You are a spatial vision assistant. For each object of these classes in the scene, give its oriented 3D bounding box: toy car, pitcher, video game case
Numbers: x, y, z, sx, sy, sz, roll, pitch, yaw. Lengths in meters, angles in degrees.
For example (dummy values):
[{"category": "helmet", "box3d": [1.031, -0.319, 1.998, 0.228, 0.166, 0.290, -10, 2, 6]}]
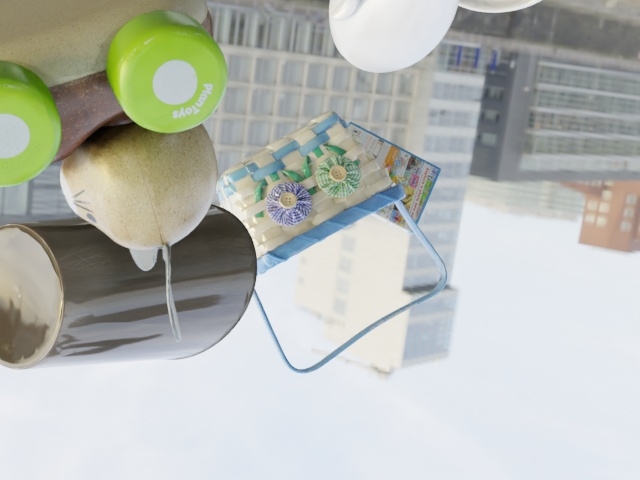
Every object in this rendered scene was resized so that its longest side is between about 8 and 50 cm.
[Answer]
[{"category": "toy car", "box3d": [-0.115, -0.039, 0.498, 0.148, 0.188, 0.155, -20, -143, -12]}, {"category": "pitcher", "box3d": [0.067, -0.254, 0.926, 0.177, 0.126, 0.207, -19, 163, -30]}, {"category": "video game case", "box3d": [0.094, -0.098, 1.467, 0.166, 0.119, 0.015, 27, 165, -7]}]

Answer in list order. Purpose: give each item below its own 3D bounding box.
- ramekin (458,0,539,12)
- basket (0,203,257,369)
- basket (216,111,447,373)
[{"category": "ramekin", "box3d": [0.243, -0.426, 1.282, 0.207, 0.109, 0.207, 6, 149, 4]}, {"category": "basket", "box3d": [-0.204, 0.046, 0.898, 0.204, 0.154, 0.227, -32, 164, 28]}, {"category": "basket", "box3d": [0.000, 0.000, 1.247, 0.254, 0.289, 0.201, -32, -174, -13]}]
